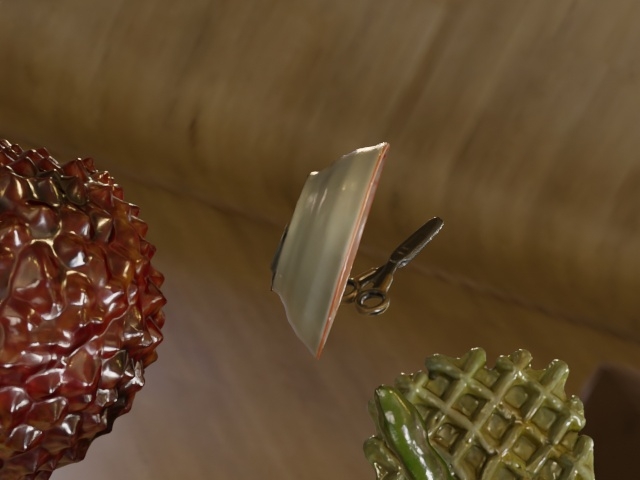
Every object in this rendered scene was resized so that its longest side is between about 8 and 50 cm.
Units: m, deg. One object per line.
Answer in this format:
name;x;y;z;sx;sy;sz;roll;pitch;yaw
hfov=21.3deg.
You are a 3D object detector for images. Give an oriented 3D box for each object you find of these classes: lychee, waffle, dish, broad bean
lychee;-0.409;0.080;1.827;0.500;0.424;0.424;-13;9;15
waffle;0.202;0.289;2.132;0.292;0.309;0.056;-5;-7;-6
dish;0.000;0.000;1.939;0.085;0.260;0.260;18;17;2
broad bean;0.123;0.259;1.974;0.046;0.065;0.254;-6;-48;39

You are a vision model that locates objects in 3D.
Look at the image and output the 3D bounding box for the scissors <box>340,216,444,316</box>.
scissors;0.100;0.029;2.257;0.088;0.017;0.220;20;44;31
